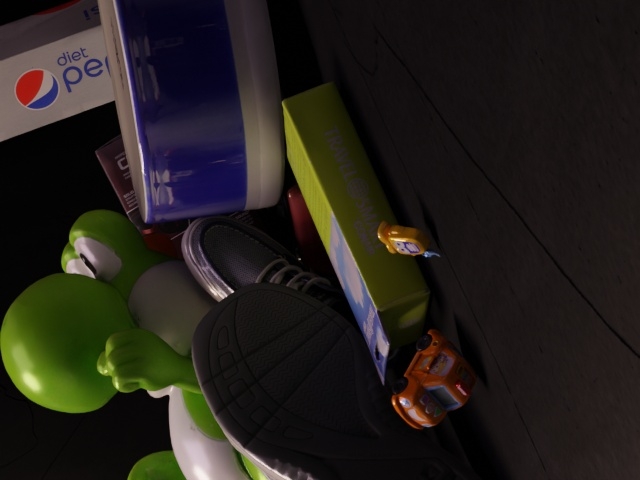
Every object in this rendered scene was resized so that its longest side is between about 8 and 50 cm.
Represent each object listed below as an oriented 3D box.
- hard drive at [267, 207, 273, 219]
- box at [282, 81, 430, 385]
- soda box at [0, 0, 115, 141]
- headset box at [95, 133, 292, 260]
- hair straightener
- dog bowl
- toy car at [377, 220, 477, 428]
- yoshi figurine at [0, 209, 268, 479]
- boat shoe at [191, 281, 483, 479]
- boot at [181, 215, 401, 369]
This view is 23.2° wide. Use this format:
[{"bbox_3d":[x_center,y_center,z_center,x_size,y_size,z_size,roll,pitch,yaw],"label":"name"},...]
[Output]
[{"bbox_3d":[-0.086,0.098,1.732,0.203,0.040,0.307,-58,-39,-45],"label":"hard drive"},{"bbox_3d":[0.026,-0.003,1.028,0.109,0.042,0.178,87,161,-70],"label":"box"},{"bbox_3d":[-0.266,-0.199,1.686,0.098,0.286,0.091,-119,10,-57],"label":"soda box"},{"bbox_3d":[-0.088,0.018,1.457,0.293,0.110,0.218,61,180,19],"label":"headset box"},{"bbox_3d":[0.000,0.000,1.281,0.230,0.047,0.089,70,175,-49],"label":"hair straightener"},{"bbox_3d":[-0.105,-0.148,1.181,0.265,0.104,0.264,170,90,-81],"label":"dog bowl"},{"bbox_3d":[0.058,0.053,0.910,0.041,0.060,0.122,5,129,47],"label":"toy car"},{"bbox_3d":[-0.118,0.140,1.224,0.362,0.203,0.203,48,-163,17],"label":"yoshi figurine"},{"bbox_3d":[0.022,0.150,1.079,0.320,0.118,0.103,40,162,35],"label":"boat shoe"},{"bbox_3d":[-0.020,0.038,1.196,0.190,0.069,0.086,37,158,-3],"label":"boot"}]
